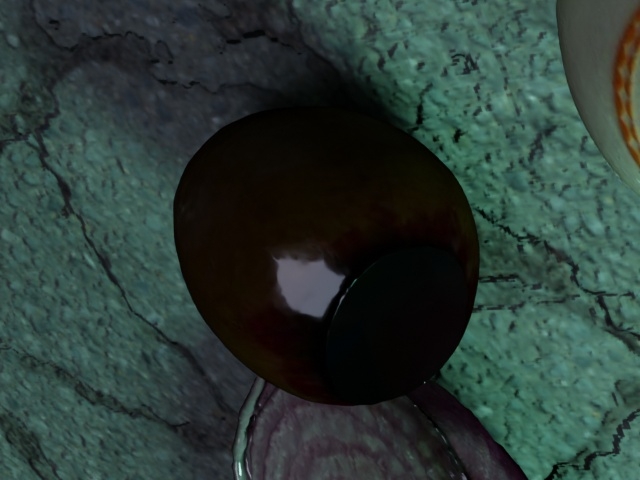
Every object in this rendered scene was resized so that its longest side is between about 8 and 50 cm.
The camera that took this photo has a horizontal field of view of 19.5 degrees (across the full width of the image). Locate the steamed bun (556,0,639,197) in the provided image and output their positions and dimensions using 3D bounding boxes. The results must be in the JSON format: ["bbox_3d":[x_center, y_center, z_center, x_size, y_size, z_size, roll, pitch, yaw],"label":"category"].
[{"bbox_3d":[0.204,-0.081,0.783,0.231,0.145,0.232,19,135,20],"label":"steamed bun"}]

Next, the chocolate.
[{"bbox_3d":[0.000,0.000,1.003,0.176,0.177,0.177,19,135,20],"label":"chocolate"}]

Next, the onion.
[{"bbox_3d":[0.060,0.169,1.141,0.250,0.111,0.247,-31,83,57],"label":"onion"}]
